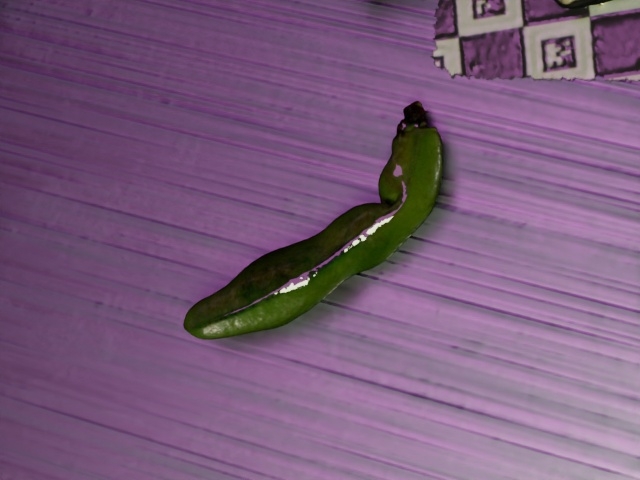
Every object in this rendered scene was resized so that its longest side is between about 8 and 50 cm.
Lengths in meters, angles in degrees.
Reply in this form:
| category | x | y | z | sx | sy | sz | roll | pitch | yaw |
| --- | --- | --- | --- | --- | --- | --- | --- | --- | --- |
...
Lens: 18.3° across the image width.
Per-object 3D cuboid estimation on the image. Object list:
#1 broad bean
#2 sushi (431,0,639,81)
| category | x | y | z | sx | sy | sz | roll | pitch | yaw |
| --- | --- | --- | --- | --- | --- | --- | --- | --- | --- |
| broad bean | 0.006 | 0.003 | 1.174 | 0.195 | 0.046 | 0.061 | -44 | 58 | 2 |
| sushi | 0.159 | -0.199 | 1.161 | 0.193 | 0.040 | 0.210 | 2 | 81 | 20 |
